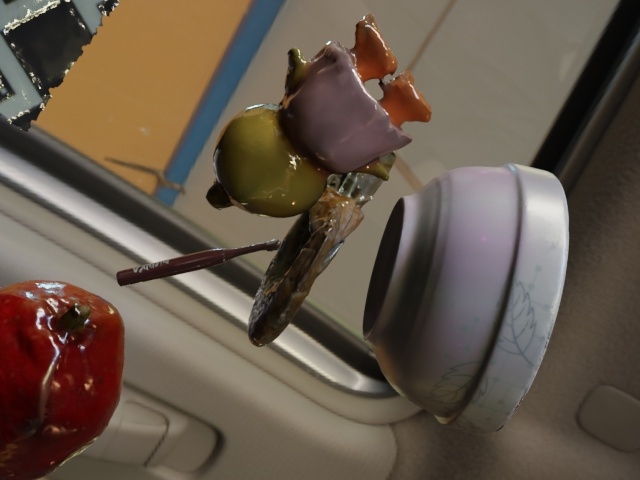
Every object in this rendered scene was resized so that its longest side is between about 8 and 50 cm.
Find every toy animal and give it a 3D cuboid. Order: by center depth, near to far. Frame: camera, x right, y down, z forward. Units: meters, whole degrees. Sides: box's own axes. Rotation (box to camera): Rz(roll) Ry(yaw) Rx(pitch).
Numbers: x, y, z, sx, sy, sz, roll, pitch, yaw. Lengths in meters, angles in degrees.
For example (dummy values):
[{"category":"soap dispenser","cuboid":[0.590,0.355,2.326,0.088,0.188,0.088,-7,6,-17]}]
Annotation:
[{"category":"toy animal","cuboid":[-0.016,-0.119,0.946,0.281,0.195,0.169,-30,-161,19]}]

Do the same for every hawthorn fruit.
[{"category":"hawthorn fruit","cuboid":[-0.377,0.168,1.054,0.307,0.265,0.265,-40,-134,29]}]

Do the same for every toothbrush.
[{"category":"toothbrush","cuboid":[-0.260,0.044,1.704,0.364,0.041,0.041,-13,-124,4]}]

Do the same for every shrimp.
[{"category":"shrimp","cuboid":[0.000,0.000,1.030,0.317,0.077,0.168,-58,-169,-4]}]

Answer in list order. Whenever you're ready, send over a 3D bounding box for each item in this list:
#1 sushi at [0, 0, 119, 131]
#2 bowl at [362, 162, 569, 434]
[{"category":"sushi","cuboid":[-0.236,-0.269,0.535,0.294,0.292,0.059,-61,-155,-8]},{"category":"bowl","cuboid":[0.132,0.048,0.837,0.287,0.143,0.287,-166,-90,-88]}]
